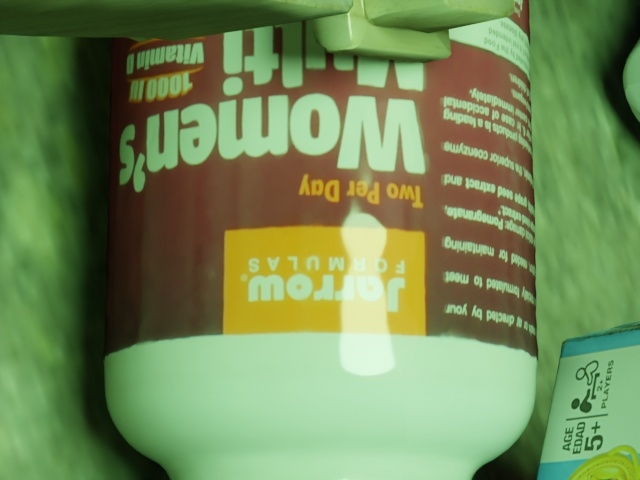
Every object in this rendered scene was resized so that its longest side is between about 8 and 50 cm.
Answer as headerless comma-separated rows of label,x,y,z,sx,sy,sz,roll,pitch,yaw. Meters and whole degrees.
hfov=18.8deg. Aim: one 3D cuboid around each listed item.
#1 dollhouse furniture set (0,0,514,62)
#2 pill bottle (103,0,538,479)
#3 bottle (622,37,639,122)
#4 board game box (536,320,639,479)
dollhouse furniture set,-0.132,-0.188,0.390,0.355,0.174,0.303,1,83,-55
pill bottle,0.000,0.000,0.544,0.121,0.121,0.221,8,75,-34
bottle,0.204,-0.143,0.739,0.118,0.092,0.283,46,58,-18
board game box,0.178,0.214,0.547,0.302,0.086,0.308,26,67,-29
